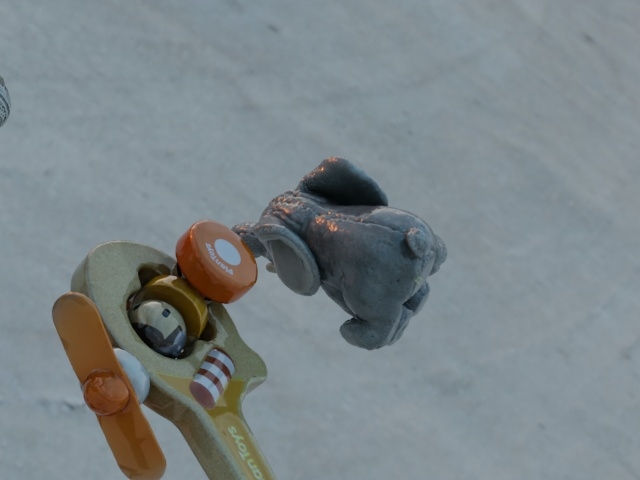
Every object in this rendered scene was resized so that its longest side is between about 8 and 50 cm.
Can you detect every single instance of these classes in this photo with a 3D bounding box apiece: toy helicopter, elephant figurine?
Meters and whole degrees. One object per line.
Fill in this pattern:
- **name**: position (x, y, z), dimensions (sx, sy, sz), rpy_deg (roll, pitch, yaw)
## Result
- **toy helicopter**: position (-0.115, 0.150, 1.239), dimensions (0.235, 0.140, 0.355), rpy_deg (-3, 57, -57)
- **elephant figurine**: position (0.000, 0.000, 1.450), dimensions (0.239, 0.186, 0.169), rpy_deg (32, 21, 14)

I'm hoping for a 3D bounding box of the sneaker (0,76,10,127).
- **sneaker**: position (-0.423, -0.115, 1.288), dimensions (0.146, 0.134, 0.343), rpy_deg (47, 28, 22)
